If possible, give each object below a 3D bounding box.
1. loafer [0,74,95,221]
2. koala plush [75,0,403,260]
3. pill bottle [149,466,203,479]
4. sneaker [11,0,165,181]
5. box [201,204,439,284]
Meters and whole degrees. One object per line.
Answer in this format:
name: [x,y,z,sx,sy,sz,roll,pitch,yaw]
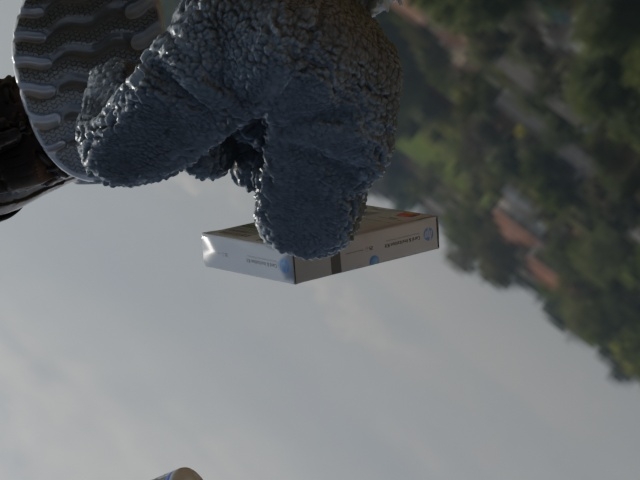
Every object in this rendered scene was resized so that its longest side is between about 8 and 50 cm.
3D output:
loafer: [-0.203,-0.087,1.293,0.302,0.095,0.109,-19,-100,-58]
koala plush: [-0.021,-0.141,1.090,0.196,0.221,0.203,22,145,-12]
pill bottle: [-0.214,0.346,2.217,0.078,0.137,0.078,40,-144,-38]
sneaker: [-0.162,-0.173,1.231,0.115,0.105,0.281,84,179,-76]
box: [0.000,0.000,1.709,0.186,0.038,0.145,-15,-164,-39]
